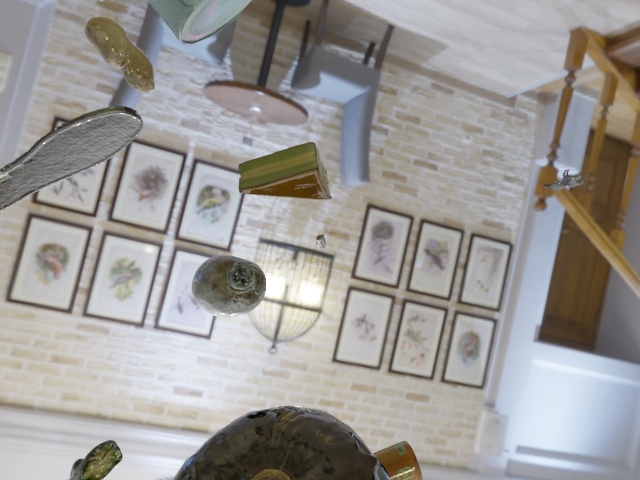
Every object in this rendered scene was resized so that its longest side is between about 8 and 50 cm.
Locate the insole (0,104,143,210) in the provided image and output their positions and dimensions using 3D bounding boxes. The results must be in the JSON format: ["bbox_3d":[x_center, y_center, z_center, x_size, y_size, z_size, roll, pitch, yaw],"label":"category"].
[{"bbox_3d":[-0.375,-0.103,0.758,0.309,0.012,0.110,-24,164,10],"label":"insole"}]

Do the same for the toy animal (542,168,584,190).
[{"bbox_3d":[0.430,-0.108,0.958,0.084,0.028,0.050,-12,153,-21],"label":"toy animal"}]

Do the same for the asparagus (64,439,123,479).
[{"bbox_3d":[-0.454,0.463,1.034,0.080,0.287,0.080,26,-143,-21],"label":"asparagus"}]

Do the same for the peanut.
[{"bbox_3d":[-0.525,-0.492,1.474,0.085,0.104,0.228,-22,123,38],"label":"peanut"}]

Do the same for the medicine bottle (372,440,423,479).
[{"bbox_3d":[0.119,0.517,1.214,0.191,0.096,0.096,-18,-178,-9],"label":"medicine bottle"}]

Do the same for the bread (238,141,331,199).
[{"bbox_3d":[-0.061,-0.100,0.934,0.139,0.074,0.084,-16,145,7],"label":"bread"}]

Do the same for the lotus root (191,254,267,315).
[{"bbox_3d":[-0.229,0.119,1.403,0.174,0.175,0.349,14,171,-21],"label":"lotus root"}]

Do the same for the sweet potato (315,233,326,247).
[{"bbox_3d":[0.000,0.000,1.320,0.026,0.026,0.115,13,170,7],"label":"sweet potato"}]

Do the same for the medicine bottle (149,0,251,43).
[{"bbox_3d":[-0.290,-0.601,1.152,0.290,0.245,0.245,51,172,-7],"label":"medicine bottle"}]

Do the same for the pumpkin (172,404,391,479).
[{"bbox_3d":[-0.063,0.521,0.977,0.454,0.454,0.344,12,137,19],"label":"pumpkin"}]
